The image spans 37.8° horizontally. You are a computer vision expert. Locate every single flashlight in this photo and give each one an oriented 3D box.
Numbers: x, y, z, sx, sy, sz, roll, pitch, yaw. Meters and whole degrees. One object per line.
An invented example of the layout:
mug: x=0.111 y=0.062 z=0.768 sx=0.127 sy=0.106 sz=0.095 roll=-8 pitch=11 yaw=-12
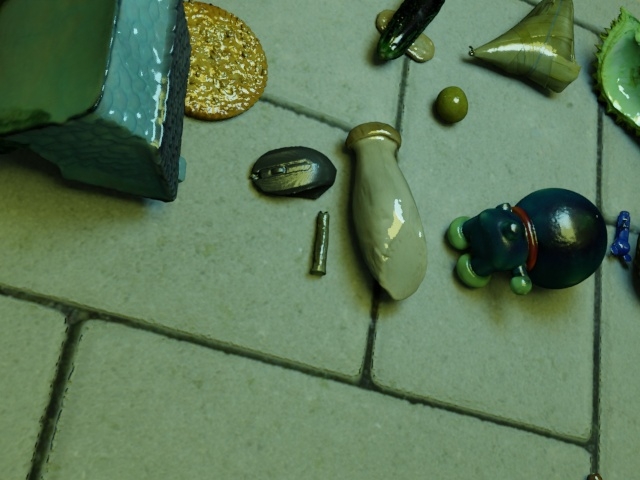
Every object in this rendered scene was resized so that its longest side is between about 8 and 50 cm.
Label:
flashlight: x=0.646 y=-0.010 z=2.009 sx=0.057 sy=0.035 sz=0.121 roll=27 pitch=56 yaw=-15

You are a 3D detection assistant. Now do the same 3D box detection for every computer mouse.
computer mouse: x=-0.044 y=-0.127 z=1.713 sx=0.172 sy=0.057 sz=0.099 roll=-6 pitch=75 yaw=-24

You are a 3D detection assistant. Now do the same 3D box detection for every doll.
doll: x=0.422 y=0.001 z=1.812 sx=0.321 sy=0.186 sz=0.199 roll=-9 pitch=74 yaw=-25

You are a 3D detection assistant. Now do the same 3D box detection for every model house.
model house: x=-0.337 y=-0.264 z=1.535 sx=0.339 sy=0.297 sz=0.360 roll=33 pitch=52 yaw=-52

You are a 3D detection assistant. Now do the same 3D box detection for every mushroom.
mushroom: x=0.120 y=-0.061 z=1.732 sx=0.128 sy=0.128 sz=0.350 roll=4 pitch=64 yaw=-24

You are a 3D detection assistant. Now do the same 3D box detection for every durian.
durian: x=0.754 y=-0.334 z=2.096 sx=0.163 sy=0.198 sz=0.394 roll=-25 pitch=84 yaw=-32

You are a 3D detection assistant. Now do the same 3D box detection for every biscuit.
biscuit: x=0.180 y=-0.430 z=1.965 sx=0.147 sy=0.018 sz=0.071 roll=37 pitch=57 yaw=-7
biscuit: x=-0.213 y=-0.336 z=1.731 sx=0.253 sy=0.035 sz=0.254 roll=10 pitch=66 yaw=-23

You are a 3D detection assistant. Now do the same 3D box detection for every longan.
longan: x=0.275 y=-0.279 z=1.922 sx=0.083 sy=0.075 sz=0.075 roll=-10 pitch=74 yaw=-45

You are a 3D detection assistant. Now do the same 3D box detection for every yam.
yam: x=0.000 y=0.000 z=1.702 sx=0.033 sy=0.027 sz=0.130 roll=14 pitch=64 yaw=-22

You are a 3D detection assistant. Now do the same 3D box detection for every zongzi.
zongzi: x=0.441 y=-0.459 z=2.059 sx=0.256 sy=0.115 sz=0.228 roll=11 pitch=61 yaw=-10

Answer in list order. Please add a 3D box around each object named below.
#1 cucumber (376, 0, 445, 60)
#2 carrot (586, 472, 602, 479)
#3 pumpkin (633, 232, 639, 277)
cucumber: x=0.186 y=-0.454 z=1.925 sx=0.074 sy=0.074 sz=0.241 roll=39 pitch=58 yaw=-6
carrot: x=0.523 y=0.482 z=1.755 sx=0.032 sy=0.032 sz=0.093 roll=-8 pitch=78 yaw=-28
pumpkin: x=0.741 y=0.041 z=1.972 sx=0.219 sy=0.162 sz=0.219 roll=9 pitch=77 yaw=-47
